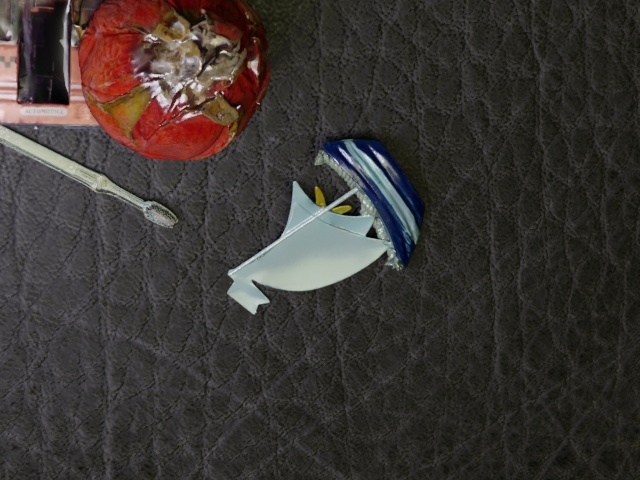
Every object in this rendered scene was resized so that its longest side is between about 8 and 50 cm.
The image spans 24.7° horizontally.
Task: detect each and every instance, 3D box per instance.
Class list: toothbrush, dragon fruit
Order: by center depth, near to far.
[{"bbox_3d":[-0.147,-0.193,1.605,0.218,0.148,0.223,-22,103,-16],"label":"dragon fruit"},{"bbox_3d":[-0.309,-0.086,1.873,0.294,0.028,0.026,28,97,-19],"label":"toothbrush"}]

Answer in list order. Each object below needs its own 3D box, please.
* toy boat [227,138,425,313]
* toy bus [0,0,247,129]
[{"bbox_3d":[0.000,0.000,1.981,0.291,0.067,0.220,-37,116,1],"label":"toy boat"},{"bbox_3d":[-0.303,-0.230,1.726,0.427,0.203,0.233,0,101,-18],"label":"toy bus"}]
